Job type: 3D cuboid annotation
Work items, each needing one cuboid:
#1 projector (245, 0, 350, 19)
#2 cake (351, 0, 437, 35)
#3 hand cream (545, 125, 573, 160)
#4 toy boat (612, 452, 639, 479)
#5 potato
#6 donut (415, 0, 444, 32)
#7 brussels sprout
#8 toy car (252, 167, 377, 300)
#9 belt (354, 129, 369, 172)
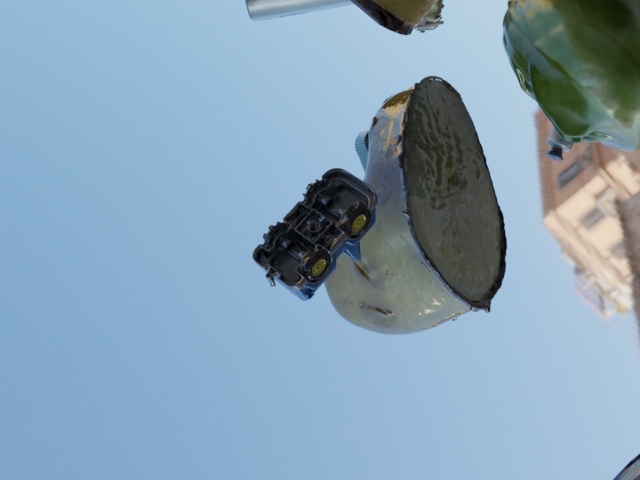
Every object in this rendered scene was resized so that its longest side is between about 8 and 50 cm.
[{"bbox_3d":[-0.044,-0.597,2.170,0.248,0.249,0.248,-88,-12,-80],"label":"projector"},{"bbox_3d":[0.144,-0.488,1.863,0.185,0.178,0.208,25,-147,-30],"label":"cake"},{"bbox_3d":[0.509,-0.271,2.096,0.080,0.234,0.050,27,176,-40],"label":"hand cream"},{"bbox_3d":[0.453,0.405,1.573,0.080,0.229,0.046,38,-162,13],"label":"toy boat"},{"bbox_3d":[0.109,-0.033,1.742,0.290,0.295,0.397,-39,-70,-50],"label":"potato"},{"bbox_3d":[0.287,-0.628,2.378,0.307,0.371,0.150,42,160,52],"label":"donut"},{"bbox_3d":[0.417,-0.276,1.588,0.328,0.247,0.328,50,-155,-34],"label":"brussels sprout"},{"bbox_3d":[0.000,0.000,1.467,0.097,0.191,0.100,35,168,33],"label":"toy car"},{"bbox_3d":[0.111,-0.127,2.064,0.100,0.065,0.179,-31,-79,-23],"label":"belt"}]
